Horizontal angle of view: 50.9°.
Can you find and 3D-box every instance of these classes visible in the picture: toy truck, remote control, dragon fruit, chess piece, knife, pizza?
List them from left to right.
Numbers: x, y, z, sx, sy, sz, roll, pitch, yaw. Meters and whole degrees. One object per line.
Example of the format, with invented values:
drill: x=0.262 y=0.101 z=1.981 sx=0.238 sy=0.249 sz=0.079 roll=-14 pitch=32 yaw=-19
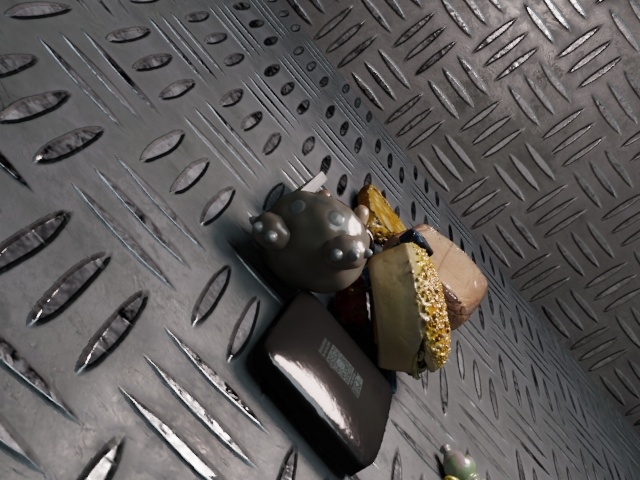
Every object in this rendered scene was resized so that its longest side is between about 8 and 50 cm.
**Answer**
remote control: x=-0.051 y=-0.105 z=1.605 sx=0.034 sy=0.103 sz=0.250 roll=53 pitch=22 yaw=-7
dragon fruit: x=0.063 y=0.135 z=1.499 sx=0.068 sy=0.126 sz=0.112 roll=-4 pitch=53 yaw=-13
pizza: x=0.199 y=-0.066 z=2.107 sx=0.288 sy=0.074 sz=0.251 roll=34 pitch=28 yaw=-42
knife: x=0.171 y=0.267 z=1.603 sx=0.044 sy=0.019 sz=0.313 roll=54 pitch=19 yaw=-19
toy truck: x=0.187 y=0.058 z=1.705 sx=0.074 sy=0.202 sz=0.088 roll=38 pitch=22 yaw=-34
chess piece: x=0.340 y=0.539 z=1.403 sx=0.139 sy=0.139 sz=0.271 roll=20 pitch=28 yaw=-55

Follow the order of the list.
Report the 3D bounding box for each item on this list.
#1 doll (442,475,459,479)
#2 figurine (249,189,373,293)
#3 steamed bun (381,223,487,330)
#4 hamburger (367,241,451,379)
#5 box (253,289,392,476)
doll: x=0.271 y=0.559 z=1.230 sx=0.138 sy=0.119 sz=0.293 roll=38 pitch=19 yaw=-16
figurine: x=0.000 y=0.000 z=1.426 sx=0.248 sy=0.203 sz=0.380 roll=19 pitch=7 yaw=9
steamed bun: x=0.290 y=0.115 z=1.865 sx=0.301 sy=0.199 sz=0.251 roll=46 pitch=37 yaw=8
hamburger: x=0.194 y=0.151 z=1.485 sx=0.302 sy=0.170 sz=0.302 roll=-5 pitch=90 yaw=-88
box: x=0.011 y=0.246 z=1.224 sx=0.289 sy=0.073 sz=0.290 roll=50 pitch=21 yaw=-6
